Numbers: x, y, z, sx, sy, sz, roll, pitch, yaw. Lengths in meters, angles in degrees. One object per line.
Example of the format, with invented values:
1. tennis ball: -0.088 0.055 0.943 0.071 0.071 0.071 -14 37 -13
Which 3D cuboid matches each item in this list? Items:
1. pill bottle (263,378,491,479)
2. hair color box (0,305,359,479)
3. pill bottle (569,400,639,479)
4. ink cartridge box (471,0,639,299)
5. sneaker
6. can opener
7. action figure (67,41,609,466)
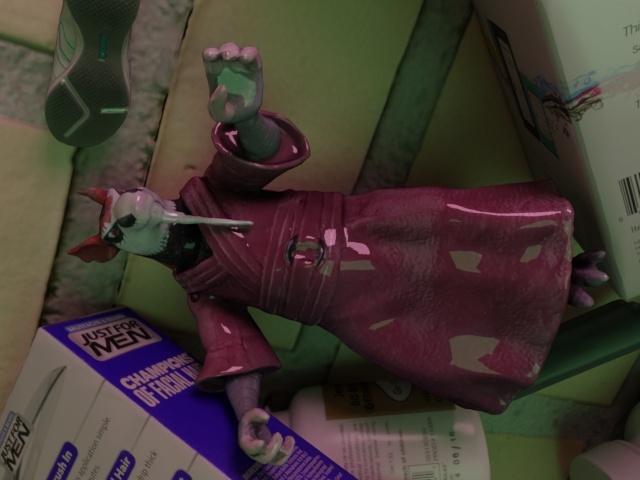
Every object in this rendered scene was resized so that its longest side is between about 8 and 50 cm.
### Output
1. pill bottle: 0.027 0.200 0.551 0.229 0.131 0.131 -4 114 -3
2. hair color box: -0.090 0.220 0.441 0.339 0.110 0.185 32 104 14
3. pill bottle: 0.512 0.246 0.667 0.407 0.229 0.229 -21 117 -6
4. ink cartridge box: 0.235 -0.146 0.408 0.198 0.197 0.270 -23 119 12
5. sneaker: -0.154 -0.133 0.406 0.054 0.061 0.152 8 130 -27
6. can opener: 0.295 0.073 0.600 0.280 0.074 0.093 -31 80 9
7. action figure: 0.000 0.000 0.458 0.370 0.276 0.248 13 104 -1
